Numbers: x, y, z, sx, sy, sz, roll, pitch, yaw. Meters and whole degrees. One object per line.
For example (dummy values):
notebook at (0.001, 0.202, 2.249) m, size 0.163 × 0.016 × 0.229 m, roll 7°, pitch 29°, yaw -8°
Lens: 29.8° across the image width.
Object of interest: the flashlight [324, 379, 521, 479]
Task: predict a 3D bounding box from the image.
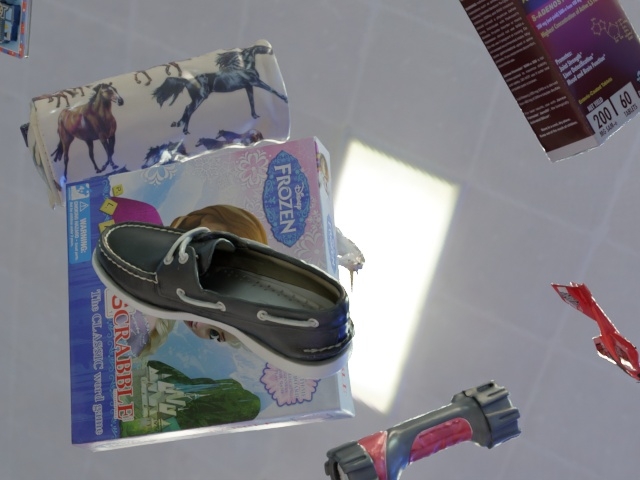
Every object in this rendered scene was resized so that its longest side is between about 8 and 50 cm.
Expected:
flashlight at (0.160, 0.312, 1.806) m, size 0.103 × 0.304 × 0.103 m, roll 29°, pitch -49°, yaw 62°

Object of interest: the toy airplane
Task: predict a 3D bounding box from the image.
toy airplane at (0.302, 0.096, 1.274) m, size 0.028 × 0.151 × 0.151 m, roll -40°, pitch -88°, yaw -1°

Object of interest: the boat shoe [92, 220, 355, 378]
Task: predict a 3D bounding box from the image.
boat shoe at (-0.099, 0.034, 1.205) m, size 0.302 × 0.114 × 0.091 m, roll 19°, pitch -44°, yaw 17°

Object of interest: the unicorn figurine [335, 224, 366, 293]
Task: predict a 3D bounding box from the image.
unicorn figurine at (0.000, 0.000, 1.468) m, size 0.111 × 0.162 × 0.060 m, roll 35°, pitch -90°, yaw -8°

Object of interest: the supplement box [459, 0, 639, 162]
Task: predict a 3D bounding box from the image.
supplement box at (0.228, -0.214, 1.183) m, size 0.239 × 0.130 × 0.073 m, roll 58°, pitch -33°, yaw -7°

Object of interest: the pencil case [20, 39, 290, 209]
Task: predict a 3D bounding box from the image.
pencil case at (-0.235, -0.178, 1.809) m, size 0.183 × 0.410 × 0.160 m, roll 109°, pitch -40°, yaw -62°

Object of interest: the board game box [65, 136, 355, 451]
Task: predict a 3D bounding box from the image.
board game box at (-0.134, 0.063, 1.378) m, size 0.317 × 0.066 × 0.319 m, roll -10°, pitch -108°, yaw 13°

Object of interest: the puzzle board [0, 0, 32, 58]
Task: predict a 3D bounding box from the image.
puzzle board at (-0.212, -0.186, 0.745) m, size 0.096 × 0.011 × 0.128 m, roll 21°, pitch -68°, yaw 33°
